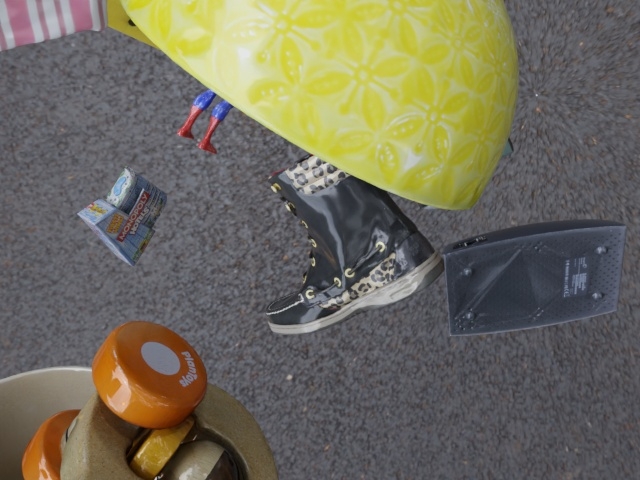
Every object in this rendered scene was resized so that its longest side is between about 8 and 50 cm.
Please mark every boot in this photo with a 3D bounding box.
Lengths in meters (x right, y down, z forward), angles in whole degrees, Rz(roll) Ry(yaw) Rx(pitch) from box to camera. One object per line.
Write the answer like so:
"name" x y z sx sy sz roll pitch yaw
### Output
"boot" 0.000 0.000 1.142 0.377 0.138 0.284 -23 101 40

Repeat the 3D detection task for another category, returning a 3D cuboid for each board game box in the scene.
"board game box" -0.445 -0.059 1.479 0.060 0.194 0.194 27 83 23

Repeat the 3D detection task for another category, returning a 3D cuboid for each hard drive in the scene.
"hard drive" 0.308 0.052 0.962 0.255 0.054 0.172 -10 123 3

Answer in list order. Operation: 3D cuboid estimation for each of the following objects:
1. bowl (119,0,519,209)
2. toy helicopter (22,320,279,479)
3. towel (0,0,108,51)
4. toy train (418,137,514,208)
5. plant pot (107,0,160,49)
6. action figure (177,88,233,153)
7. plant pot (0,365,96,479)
"bowl" 0.030 -0.168 0.441 0.289 0.289 0.156 36 112 8
"toy helicopter" -0.074 0.232 0.434 0.235 0.355 0.140 29 112 -29
"towel" -0.270 -0.210 0.530 0.029 0.197 0.144 56 153 23
"toy train" 0.116 -0.205 0.843 0.142 0.190 0.334 -30 82 51
"plant pot" -0.247 -0.404 0.932 0.212 0.212 0.187 -34 53 38
"action figure" -0.141 -0.294 1.186 0.091 0.139 0.280 33 101 19
"plant pot" -0.302 0.327 0.733 0.256 0.256 0.274 4 117 18
